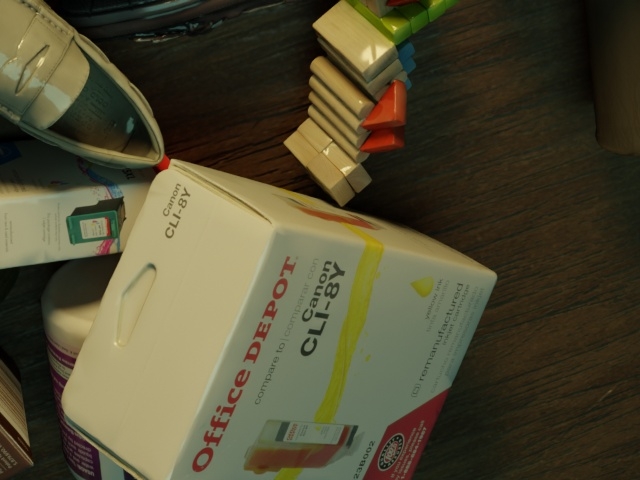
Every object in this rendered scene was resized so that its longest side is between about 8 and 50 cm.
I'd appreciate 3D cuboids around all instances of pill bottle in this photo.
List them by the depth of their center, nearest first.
[{"bbox_3d":[-0.199,0.170,1.653,0.169,0.169,0.302,-9,123,-11],"label":"pill bottle"}]

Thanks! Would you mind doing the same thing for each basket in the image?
[{"bbox_3d":[0.353,-0.231,1.580,0.204,0.154,0.227,-23,121,-3],"label":"basket"}]

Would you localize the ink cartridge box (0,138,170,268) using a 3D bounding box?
[{"bbox_3d":[-0.219,-0.047,1.519,0.231,0.134,0.078,-8,119,-22],"label":"ink cartridge box"}]

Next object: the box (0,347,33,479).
[{"bbox_3d":[-0.429,0.179,1.589,0.203,0.168,0.167,-30,126,2],"label":"box"}]

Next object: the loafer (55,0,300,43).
[{"bbox_3d":[-0.097,-0.233,1.472,0.302,0.109,0.095,-21,129,-7],"label":"loafer"}]

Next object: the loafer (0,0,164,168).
[{"bbox_3d":[-0.249,-0.154,1.355,0.319,0.111,0.112,32,89,-51],"label":"loafer"}]

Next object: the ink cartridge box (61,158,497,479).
[{"bbox_3d":[-0.030,0.105,1.535,0.384,0.160,0.279,13,103,-51],"label":"ink cartridge box"}]

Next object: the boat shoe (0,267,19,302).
[{"bbox_3d":[-0.364,0.022,1.523,0.073,0.223,0.080,33,87,11],"label":"boat shoe"}]

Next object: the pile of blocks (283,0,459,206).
[{"bbox_3d":[0.070,-0.172,1.514,0.149,0.112,0.362,-21,142,-32],"label":"pile of blocks"}]
